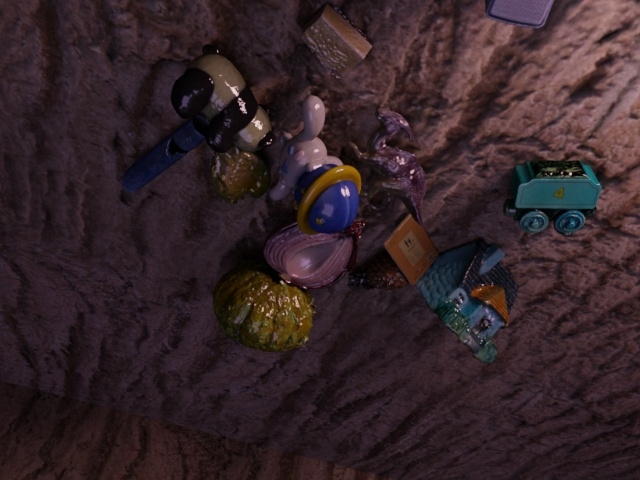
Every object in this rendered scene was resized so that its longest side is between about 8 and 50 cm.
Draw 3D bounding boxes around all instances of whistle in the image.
[{"bbox_3d":[-0.376,-0.202,1.175,0.304,0.062,0.062,-26,126,32],"label":"whistle"}]

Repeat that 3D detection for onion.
[{"bbox_3d":[0.000,0.000,1.270,0.283,0.120,0.227,-30,125,27],"label":"onion"}]

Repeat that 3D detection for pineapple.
[{"bbox_3d":[0.154,0.098,1.362,0.197,0.108,0.108,-18,131,34],"label":"pineapple"}]

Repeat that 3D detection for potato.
[{"bbox_3d":[0.025,-0.373,0.919,0.122,0.061,0.086,37,133,-24],"label":"potato"}]

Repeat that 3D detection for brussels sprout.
[{"bbox_3d":[-0.188,-0.163,1.157,0.138,0.101,0.181,-9,133,5],"label":"brussels sprout"}]

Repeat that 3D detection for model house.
[{"bbox_3d":[0.435,0.154,1.309,0.241,0.226,0.261,-44,122,8],"label":"model house"}]

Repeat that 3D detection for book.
[{"bbox_3d":[0.238,0.023,1.268,0.012,0.118,0.172,24,158,53],"label":"book"}]

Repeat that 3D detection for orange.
[{"bbox_3d":[-0.157,0.174,1.369,0.299,0.301,0.223,23,108,-7],"label":"orange"}]

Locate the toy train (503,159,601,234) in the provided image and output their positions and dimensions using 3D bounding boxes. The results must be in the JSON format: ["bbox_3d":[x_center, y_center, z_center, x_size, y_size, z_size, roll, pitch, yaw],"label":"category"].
[{"bbox_3d":[0.513,-0.099,1.085,0.197,0.107,0.155,1,129,10],"label":"toy train"}]

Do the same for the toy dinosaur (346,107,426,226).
[{"bbox_3d":[0.151,-0.153,1.113,0.162,0.077,0.294,-7,133,27],"label":"toy dinosaur"}]

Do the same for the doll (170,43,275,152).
[{"bbox_3d":[-0.195,-0.272,1.009,0.135,0.144,0.234,-30,120,17],"label":"doll"}]

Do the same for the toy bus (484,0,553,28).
[{"bbox_3d":[0.331,-0.485,0.685,0.108,0.136,0.330,10,136,-3],"label":"toy bus"}]

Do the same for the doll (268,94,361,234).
[{"bbox_3d":[0.006,-0.155,1.073,0.159,0.243,0.311,-10,138,-22],"label":"doll"}]
